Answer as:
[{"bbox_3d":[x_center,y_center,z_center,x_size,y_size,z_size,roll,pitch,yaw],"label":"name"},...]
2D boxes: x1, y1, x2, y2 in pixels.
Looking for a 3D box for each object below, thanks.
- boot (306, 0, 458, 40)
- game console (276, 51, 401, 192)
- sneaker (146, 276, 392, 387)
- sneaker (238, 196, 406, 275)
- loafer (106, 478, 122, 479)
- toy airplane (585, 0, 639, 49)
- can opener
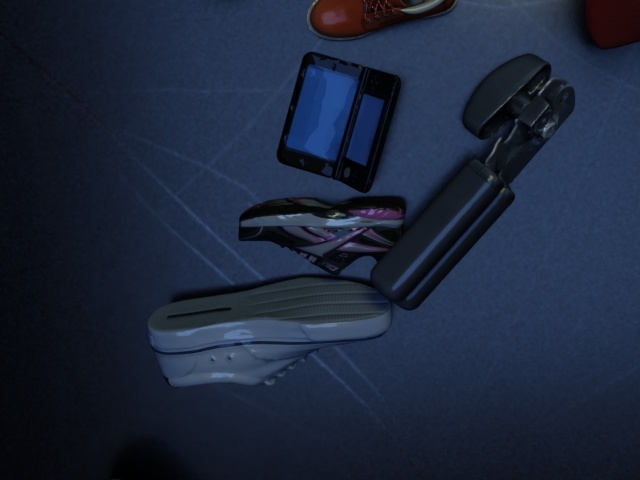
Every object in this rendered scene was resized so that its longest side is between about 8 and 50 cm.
[{"bbox_3d":[0.059,-0.238,1.086,0.157,0.084,0.059,-13,98,9],"label":"boot"},{"bbox_3d":[0.017,-0.121,1.114,0.071,0.107,0.122,11,101,-24],"label":"game console"},{"bbox_3d":[-0.050,0.102,1.152,0.258,0.094,0.091,-5,121,7],"label":"sneaker"},{"bbox_3d":[0.000,0.000,1.132,0.178,0.072,0.077,0,105,10],"label":"sneaker"},{"bbox_3d":[-0.154,0.343,1.187,0.102,0.092,0.268,-41,108,11],"label":"loafer"},{"bbox_3d":[0.369,-0.323,0.889,0.272,0.386,0.384,32,99,-12],"label":"toy airplane"},{"bbox_3d":[0.146,-0.062,1.108,0.283,0.076,0.095,-48,58,4],"label":"can opener"}]
